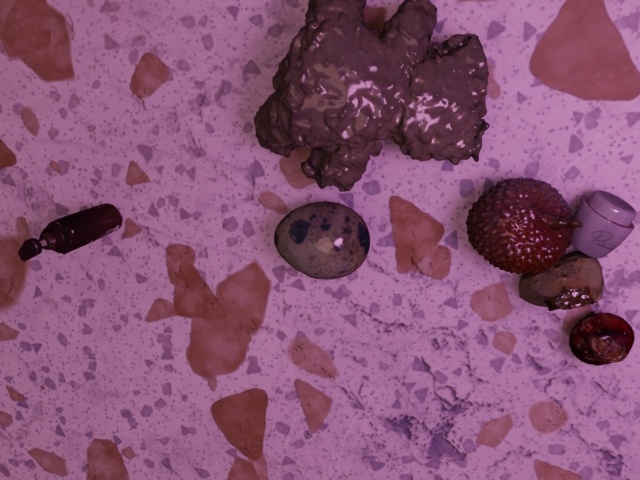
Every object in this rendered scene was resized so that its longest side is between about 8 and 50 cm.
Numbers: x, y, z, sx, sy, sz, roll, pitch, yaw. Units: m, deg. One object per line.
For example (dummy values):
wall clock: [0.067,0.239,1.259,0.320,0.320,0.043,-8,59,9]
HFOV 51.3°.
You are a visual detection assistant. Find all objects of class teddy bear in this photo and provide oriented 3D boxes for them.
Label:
teddy bear: [0.100,-0.237,1.106,0.367,0.224,0.357,22,107,-6]

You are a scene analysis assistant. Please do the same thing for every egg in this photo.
egg: [0.000,0.000,1.199,0.182,0.141,0.141,5,105,23]

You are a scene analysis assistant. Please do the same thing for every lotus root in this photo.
lotus root: [0.404,0.065,1.108,0.143,0.144,0.070,-12,99,11]

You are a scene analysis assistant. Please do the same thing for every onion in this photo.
onion: [0.477,0.166,1.137,0.107,0.097,0.107,-1,140,-1]

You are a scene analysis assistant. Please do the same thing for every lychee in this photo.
lychee: [0.331,-0.025,1.085,0.197,0.165,0.165,-15,102,62]

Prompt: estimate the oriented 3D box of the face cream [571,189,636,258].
face cream: [0.458,-0.026,1.092,0.091,0.091,0.095,29,118,7]

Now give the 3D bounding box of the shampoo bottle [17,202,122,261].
shampoo bottle: [-0.474,-0.017,1.275,0.067,0.236,0.068,34,112,7]
